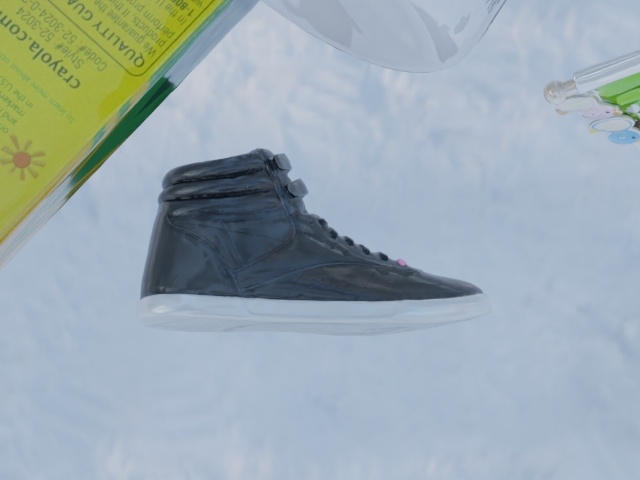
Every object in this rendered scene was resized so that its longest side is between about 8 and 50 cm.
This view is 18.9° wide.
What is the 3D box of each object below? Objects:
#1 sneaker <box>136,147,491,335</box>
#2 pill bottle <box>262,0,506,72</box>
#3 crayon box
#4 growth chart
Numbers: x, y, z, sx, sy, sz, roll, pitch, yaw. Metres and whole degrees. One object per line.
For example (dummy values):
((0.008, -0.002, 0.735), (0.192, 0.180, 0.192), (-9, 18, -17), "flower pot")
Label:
((0.000, 0.000, 1.540), (0.296, 0.104, 0.147), (3, 78, -17), "sneaker")
((0.053, -0.170, 0.640), (0.117, 0.117, 0.215), (32, 78, 10), "pill bottle")
((-0.183, -0.090, 0.838), (0.202, 0.081, 0.318), (43, 78, 1), "crayon box")
((0.268, -0.095, 1.301), (0.172, 0.237, 0.021), (-23, 64, 32), "growth chart")
